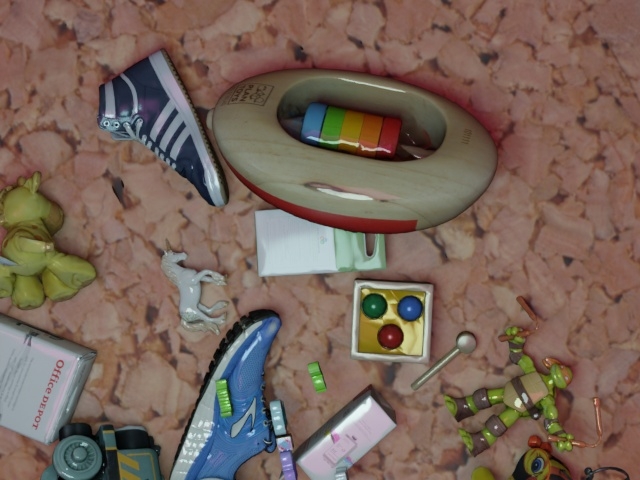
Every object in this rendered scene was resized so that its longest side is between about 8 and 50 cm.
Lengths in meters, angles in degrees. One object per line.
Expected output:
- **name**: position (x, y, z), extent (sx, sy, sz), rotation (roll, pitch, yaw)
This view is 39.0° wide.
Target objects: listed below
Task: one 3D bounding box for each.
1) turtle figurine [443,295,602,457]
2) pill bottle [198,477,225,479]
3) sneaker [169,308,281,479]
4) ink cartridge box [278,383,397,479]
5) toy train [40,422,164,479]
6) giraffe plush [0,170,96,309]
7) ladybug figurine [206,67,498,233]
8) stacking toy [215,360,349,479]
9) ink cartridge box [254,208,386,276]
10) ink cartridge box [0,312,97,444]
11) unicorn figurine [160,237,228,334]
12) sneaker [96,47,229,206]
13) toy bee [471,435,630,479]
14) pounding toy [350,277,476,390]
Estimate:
- **turtle figurine**: position (0.312, 0.240, 1.447), extent (0.217, 0.087, 0.269), rotation (-28, 62, 9)
- **pill bottle**: position (-0.170, 0.468, 1.431), extent (0.103, 0.103, 0.184), rotation (3, 131, 3)
- **sneaker**: position (-0.126, 0.268, 1.470), extent (0.147, 0.130, 0.330), rotation (21, 97, -7)
- **ink cartridge box**: position (0.028, 0.328, 1.452), extent (0.198, 0.115, 0.067), rotation (-42, 88, 3)
- **toy train**: position (-0.323, 0.438, 1.403), extent (0.190, 0.142, 0.334), rotation (4, 50, -29)
- **giraffe plush**: position (-0.477, -0.009, 1.471), extent (0.181, 0.210, 0.170), rotation (-17, 60, 6)
- **ladybug figurine**: position (0.042, -0.130, 1.397), extent (0.449, 0.305, 0.162), rotation (15, 135, 8)
- **stacking toy**: position (-0.057, 0.304, 1.371), extent (0.167, 0.052, 0.221), rotation (-13, 90, 3)
- **ink cartridge box**: position (0.000, 0.000, 1.481), extent (0.209, 0.062, 0.109), rotation (-3, 89, 3)
- **ink cartridge box**: position (-0.503, 0.220, 1.494), extent (0.218, 0.092, 0.159), rotation (21, 91, 5)
- **unicorn figurine**: position (-0.209, 0.077, 1.493), extent (0.111, 0.060, 0.162), rotation (1, 89, 3)
- **sneaker**: position (-0.263, -0.159, 1.477), extent (0.153, 0.099, 0.282), rotation (-25, 81, -2)
- **toy bee**: position (0.344, 0.404, 1.435), extent (0.298, 0.162, 0.195), rotation (-25, 120, 15)
- **pounding toy**: position (0.152, 0.158, 1.456), extent (0.206, 0.094, 0.181), rotation (3, 90, 4)
